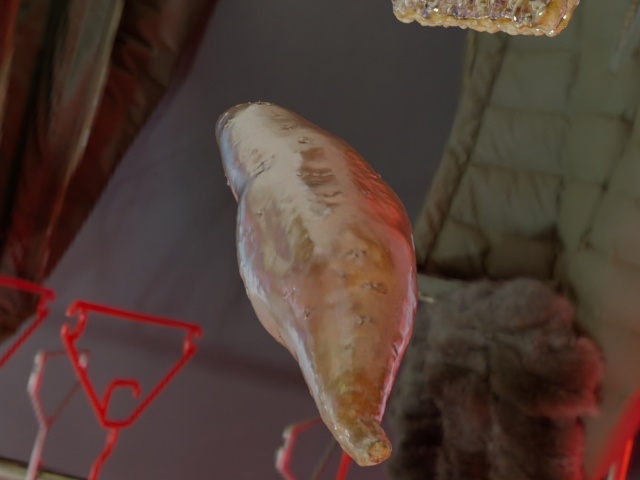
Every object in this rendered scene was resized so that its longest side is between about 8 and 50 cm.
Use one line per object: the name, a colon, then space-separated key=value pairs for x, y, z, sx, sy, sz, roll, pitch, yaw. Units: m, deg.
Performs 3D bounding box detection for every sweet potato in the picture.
sweet potato: x=0.002 y=0.002 z=0.706 sx=0.112 sy=0.112 sz=0.359 roll=16 pitch=-147 yaw=-24

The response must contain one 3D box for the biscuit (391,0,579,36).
biscuit: x=0.122 y=-0.224 z=0.602 sx=0.026 sy=0.237 sz=0.131 roll=24 pitch=179 yaw=-41
